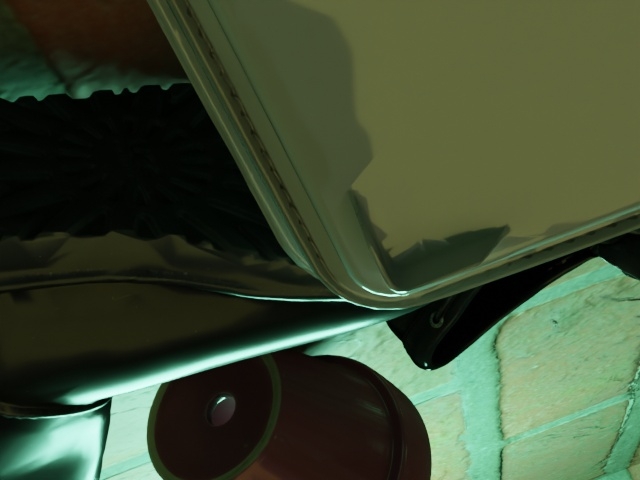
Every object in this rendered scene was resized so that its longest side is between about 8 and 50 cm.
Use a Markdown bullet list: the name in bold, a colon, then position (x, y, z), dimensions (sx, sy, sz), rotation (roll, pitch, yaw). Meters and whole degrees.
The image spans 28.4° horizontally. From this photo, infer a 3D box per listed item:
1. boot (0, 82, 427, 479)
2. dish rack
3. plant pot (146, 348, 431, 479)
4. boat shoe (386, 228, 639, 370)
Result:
- **boot**: position (-0.139, 0.128, 0.740), dimensions (0.367, 0.146, 0.445), rotation (2, 129, -20)
- **dish rack**: position (0.099, -0.112, 0.464), dimensions (0.333, 0.072, 0.285), rotation (-21, 122, 9)
- **plant pot**: position (-0.038, 0.170, 1.032), dimensions (0.201, 0.201, 0.180), rotation (-29, 140, 19)
- **boat shoe**: position (0.182, -0.013, 0.890), dimensions (0.340, 0.113, 0.127), rotation (-29, 155, 18)
